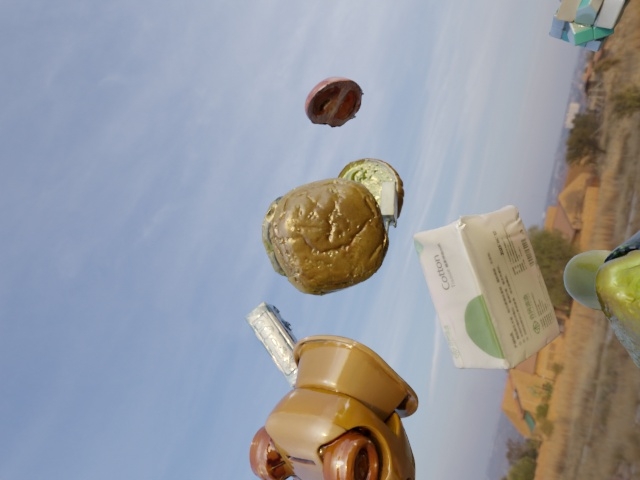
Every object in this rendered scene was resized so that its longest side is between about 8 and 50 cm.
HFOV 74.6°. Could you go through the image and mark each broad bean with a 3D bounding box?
[{"bbox_3d":[0.838,0.120,1.239,0.121,0.263,0.188,-15,-84,-27],"label":"broad bean"}]

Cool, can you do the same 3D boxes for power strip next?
[{"bbox_3d":[0.192,-0.083,1.182,0.075,0.042,0.175,57,-144,-61],"label":"power strip"}]

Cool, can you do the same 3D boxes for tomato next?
[{"bbox_3d":[0.040,-0.523,1.529,0.228,0.112,0.199,0,-39,-42],"label":"tomato"}]

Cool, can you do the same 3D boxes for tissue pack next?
[{"bbox_3d":[0.412,0.109,1.051,0.266,0.194,0.356,-13,-96,-36],"label":"tissue pack"}]

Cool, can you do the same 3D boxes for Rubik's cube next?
[{"bbox_3d":[0.888,-0.777,1.389,0.265,0.224,0.213,-58,-23,3],"label":"Rubik's cube"}]

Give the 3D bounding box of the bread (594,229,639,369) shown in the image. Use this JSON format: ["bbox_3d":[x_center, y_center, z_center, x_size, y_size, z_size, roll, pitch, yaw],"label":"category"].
[{"bbox_3d":[0.612,0.147,0.662,0.208,0.251,0.376,-43,-71,-5],"label":"bread"}]

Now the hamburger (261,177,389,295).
[{"bbox_3d":[0.014,-0.009,0.987,0.285,0.134,0.265,-21,-83,-11],"label":"hamburger"}]

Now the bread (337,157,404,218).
[{"bbox_3d":[0.152,-0.144,1.320,0.070,0.236,0.235,16,-93,-69],"label":"bread"}]

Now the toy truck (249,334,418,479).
[{"bbox_3d":[0.034,0.312,0.660,0.288,0.205,0.211,57,-138,-26],"label":"toy truck"}]

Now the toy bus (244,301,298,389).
[{"bbox_3d":[-0.126,0.347,1.396,0.106,0.297,0.131,-38,-22,-3],"label":"toy bus"}]
